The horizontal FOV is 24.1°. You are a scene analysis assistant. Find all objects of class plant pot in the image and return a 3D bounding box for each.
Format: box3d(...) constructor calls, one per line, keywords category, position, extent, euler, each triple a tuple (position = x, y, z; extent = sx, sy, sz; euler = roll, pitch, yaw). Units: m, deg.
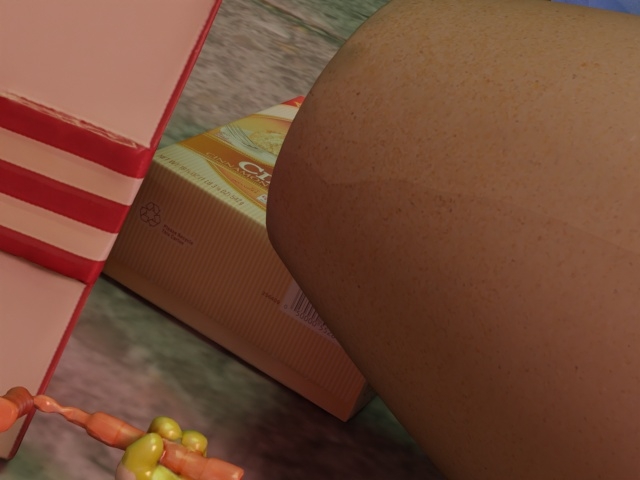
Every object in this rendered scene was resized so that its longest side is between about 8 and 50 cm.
box3d(category="plant pot", position=(0.124, 0.021, 0.566), extent=(0.274, 0.256, 0.256), euler=(33, 24, 22))

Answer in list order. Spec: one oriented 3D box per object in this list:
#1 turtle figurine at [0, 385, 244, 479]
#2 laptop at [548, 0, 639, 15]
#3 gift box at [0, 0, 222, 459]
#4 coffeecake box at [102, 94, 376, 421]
box3d(category="turtle figurine", position=(-0.002, 0.147, 0.423), extent=(0.217, 0.087, 0.269), euler=(22, 13, -26))
box3d(category="laptop", position=(0.355, -0.052, 1.016), extent=(0.382, 0.236, 0.408), euler=(5, 30, -37))
box3d(category="gift box", position=(-0.177, -0.098, 0.564), extent=(0.258, 0.255, 0.276), euler=(23, 17, -8))
box3d(category="coffeecake box", position=(0.000, 0.000, 0.763), extent=(0.142, 0.068, 0.185), euler=(30, 23, 13))
